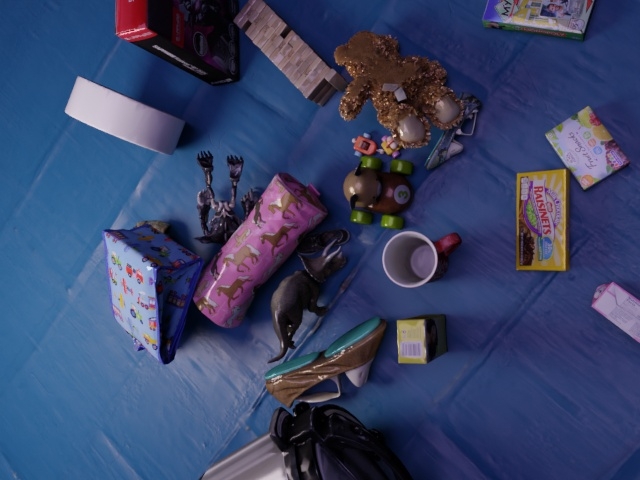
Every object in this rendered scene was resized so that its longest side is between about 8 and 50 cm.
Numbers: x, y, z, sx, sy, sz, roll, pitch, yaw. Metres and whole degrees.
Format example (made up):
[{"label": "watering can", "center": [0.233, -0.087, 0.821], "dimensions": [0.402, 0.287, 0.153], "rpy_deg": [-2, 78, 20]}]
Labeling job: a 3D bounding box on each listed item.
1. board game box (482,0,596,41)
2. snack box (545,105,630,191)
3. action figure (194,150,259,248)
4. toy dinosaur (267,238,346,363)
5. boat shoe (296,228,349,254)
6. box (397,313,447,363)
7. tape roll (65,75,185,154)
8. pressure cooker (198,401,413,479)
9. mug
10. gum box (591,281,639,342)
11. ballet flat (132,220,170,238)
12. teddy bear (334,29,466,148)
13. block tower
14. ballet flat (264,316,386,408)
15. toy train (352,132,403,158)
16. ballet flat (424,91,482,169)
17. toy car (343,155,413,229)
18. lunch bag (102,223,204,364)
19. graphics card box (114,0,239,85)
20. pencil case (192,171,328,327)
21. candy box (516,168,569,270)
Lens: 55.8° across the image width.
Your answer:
[{"label": "board game box", "center": [0.493, -0.595, 1.274], "dimensions": [0.213, 0.046, 0.317], "rpy_deg": [17, 93, 23]}, {"label": "snack box", "center": [0.540, -0.185, 1.226], "dimensions": [0.100, 0.037, 0.141], "rpy_deg": [-35, 74, 19]}, {"label": "action figure", "center": [-0.233, -0.087, 1.499], "dimensions": [0.164, 0.141, 0.276], "rpy_deg": [2, 127, -2]}, {"label": "toy dinosaur", "center": [-0.064, 0.138, 1.371], "dimensions": [0.121, 0.313, 0.160], "rpy_deg": [16, 135, 33]}, {"label": "boat shoe", "center": [0.000, 0.000, 1.443], "dimensions": [0.142, 0.040, 0.049], "rpy_deg": [-17, 80, 21]}, {"label": "box", "center": [0.212, 0.197, 1.232], "dimensions": [0.058, 0.232, 0.087], "rpy_deg": [-4, 86, 20]}, {"label": "tape roll", "center": [-0.497, -0.318, 1.552], "dimensions": [0.286, 0.286, 0.100], "rpy_deg": [25, 96, 23]}, {"label": "pressure cooker", "center": [-0.015, 0.541, 1.234], "dimensions": [0.420, 0.370, 0.376], "rpy_deg": [-34, 57, 17]}, {"label": "mug", "center": [0.227, 0.044, 1.272], "dimensions": [0.150, 0.169, 0.113], "rpy_deg": [-1, 85, 23]}, {"label": "gum box", "center": [0.600, 0.153, 1.136], "dimensions": [0.188, 0.107, 0.062], "rpy_deg": [41, 102, 20]}, {"label": "ballet flat", "center": [-0.414, 0.115, 1.584], "dimensions": [0.123, 0.123, 0.349], "rpy_deg": [-12, 83, 22]}, {"label": "teddy bear", "center": [0.166, -0.328, 1.336], "dimensions": [0.338, 0.113, 0.245], "rpy_deg": [35, 79, 29]}, {"label": "block tower", "center": [-0.080, -0.468, 1.487], "dimensions": [0.097, 0.091, 0.335], "rpy_deg": [-48, 70, 14]}, {"label": "ballet flat", "center": [0.029, 0.295, 1.381], "dimensions": [0.342, 0.116, 0.124], "rpy_deg": [-30, 95, 19]}, {"label": "toy train", "center": [0.145, -0.259, 1.397], "dimensions": [0.125, 0.046, 0.166], "rpy_deg": [32, 99, 22]}, {"label": "ballet flat", "center": [0.296, -0.231, 1.324], "dimensions": [0.070, 0.070, 0.188], "rpy_deg": [30, 101, 22]}, {"label": "toy car", "center": [0.111, -0.113, 1.322], "dimensions": [0.148, 0.188, 0.155], "rpy_deg": [10, 91, 24]}, {"label": "lunch bag", "center": [-0.415, 0.141, 1.434], "dimensions": [0.221, 0.138, 0.293], "rpy_deg": [28, 115, 35]}, {"label": "graphics card box", "center": [-0.328, -0.538, 1.447], "dimensions": [0.094, 0.371, 0.233], "rpy_deg": [-4, 83, 23]}, {"label": "pencil case", "center": [-0.145, 0.023, 1.424], "dimensions": [0.160, 0.167, 0.386], "rpy_deg": [32, 105, -23]}, {"label": "candy box", "center": [0.456, -0.041, 1.242], "dimensions": [0.105, 0.027, 0.206], "rpy_deg": [-2, 86, 40]}]
